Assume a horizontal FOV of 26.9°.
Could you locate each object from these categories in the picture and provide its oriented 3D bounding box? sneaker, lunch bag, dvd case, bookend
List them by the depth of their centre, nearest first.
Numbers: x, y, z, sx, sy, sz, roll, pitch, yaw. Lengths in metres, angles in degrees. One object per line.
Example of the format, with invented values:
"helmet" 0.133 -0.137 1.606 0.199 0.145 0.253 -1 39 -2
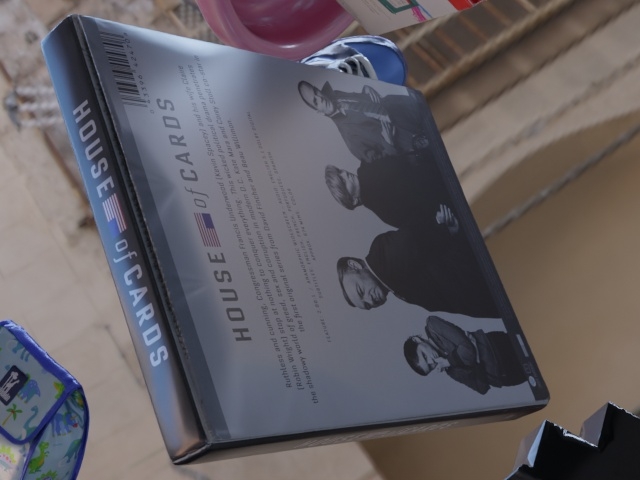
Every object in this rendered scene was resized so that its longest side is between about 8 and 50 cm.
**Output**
"dvd case" 0.000 0.000 0.581 0.030 0.179 0.239 -33 -22 34
"lunch bag" -0.302 0.174 1.356 0.096 0.129 0.151 -8 -54 -51
"bookend" 0.285 0.240 1.465 0.157 0.156 0.072 28 -39 -5
"sneaker" 0.020 -0.139 1.500 0.323 0.236 0.130 -30 -73 -25

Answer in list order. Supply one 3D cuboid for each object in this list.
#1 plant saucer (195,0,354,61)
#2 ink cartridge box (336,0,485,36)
"plant saucer" -0.024 -0.328 1.208 0.332 0.084 0.332 -42 -34 -37
"ink cartridge box" 0.106 -0.252 1.093 0.078 0.231 0.134 44 -107 -18
